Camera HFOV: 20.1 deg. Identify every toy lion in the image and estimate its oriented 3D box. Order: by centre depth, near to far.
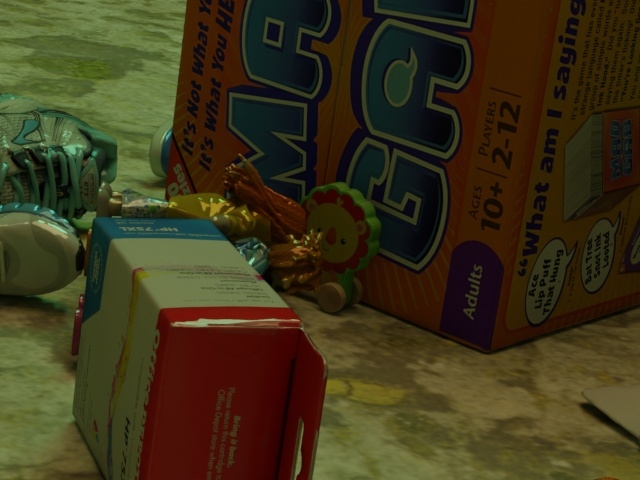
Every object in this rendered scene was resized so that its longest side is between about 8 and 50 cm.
[{"bbox_3d":[0.000,0.000,1.377,0.100,0.096,0.034,18,20,32],"label":"toy lion"}]

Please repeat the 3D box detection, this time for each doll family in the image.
[{"bbox_3d":[-0.081,0.008,1.277,0.163,0.118,0.263,6,17,-4],"label":"doll family"}]

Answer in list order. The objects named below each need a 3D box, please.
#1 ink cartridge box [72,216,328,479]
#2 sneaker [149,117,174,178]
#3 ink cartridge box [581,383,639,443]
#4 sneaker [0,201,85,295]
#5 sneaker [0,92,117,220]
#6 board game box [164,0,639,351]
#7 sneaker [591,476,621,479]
[{"bbox_3d":[-0.073,0.083,1.009,0.078,0.134,0.231,2,17,-21],"label":"ink cartridge box"},{"bbox_3d":[-0.089,-0.085,1.678,0.085,0.058,0.152,7,8,28],"label":"sneaker"},{"bbox_3d":[0.349,0.108,1.136,0.207,0.119,0.353,-3,20,-30],"label":"ink cartridge box"},{"bbox_3d":[-0.263,0.015,1.286,0.191,0.071,0.083,3,22,13],"label":"sneaker"},{"bbox_3d":[-0.236,-0.059,1.454,0.122,0.110,0.283,13,18,5],"label":"sneaker"},{"bbox_3d":[0.132,-0.158,1.502,0.356,0.356,0.356,22,22,37],"label":"board game box"},{"bbox_3d":[0.116,0.161,0.968,0.067,0.064,0.175,9,11,40],"label":"sneaker"}]
